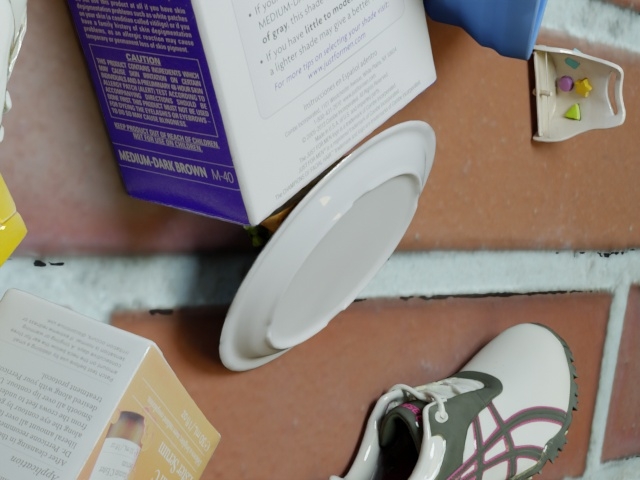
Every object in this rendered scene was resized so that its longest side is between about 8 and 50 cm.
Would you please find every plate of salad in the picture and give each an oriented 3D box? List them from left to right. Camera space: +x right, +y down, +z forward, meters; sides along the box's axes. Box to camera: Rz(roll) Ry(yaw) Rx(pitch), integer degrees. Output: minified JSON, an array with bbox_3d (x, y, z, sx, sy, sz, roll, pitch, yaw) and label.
[{"bbox_3d":[0.000,0.000,0.915,0.200,0.048,0.200,-44,161,-20],"label":"plate of salad"}]

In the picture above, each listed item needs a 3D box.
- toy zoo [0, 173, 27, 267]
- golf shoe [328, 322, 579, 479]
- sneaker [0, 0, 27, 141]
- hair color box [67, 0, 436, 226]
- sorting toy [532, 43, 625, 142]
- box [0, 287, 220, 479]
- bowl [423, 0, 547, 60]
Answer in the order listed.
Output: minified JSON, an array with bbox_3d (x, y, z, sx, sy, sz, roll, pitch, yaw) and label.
[{"bbox_3d":[-0.238,-0.028,0.635,0.192,0.030,0.293,-48,135,-35],"label":"toy zoo"},{"bbox_3d":[0.106,0.143,1.089,0.273,0.105,0.120,-50,129,-33],"label":"golf shoe"},{"bbox_3d":[-0.163,-0.046,0.612,0.123,0.106,0.290,-26,119,-44],"label":"sneaker"},{"bbox_3d":[-0.053,-0.201,0.771,0.185,0.110,0.338,-40,132,-38],"label":"hair color box"},{"bbox_3d":[0.212,-0.122,1.174,0.045,0.075,0.083,-33,125,-44],"label":"sorting toy"},{"bbox_3d":[-0.142,0.135,0.734,0.170,0.091,0.130,-63,157,-20],"label":"box"},{"bbox_3d":[0.142,-0.311,0.893,0.391,0.077,0.391,15,90,-83],"label":"bowl"}]
